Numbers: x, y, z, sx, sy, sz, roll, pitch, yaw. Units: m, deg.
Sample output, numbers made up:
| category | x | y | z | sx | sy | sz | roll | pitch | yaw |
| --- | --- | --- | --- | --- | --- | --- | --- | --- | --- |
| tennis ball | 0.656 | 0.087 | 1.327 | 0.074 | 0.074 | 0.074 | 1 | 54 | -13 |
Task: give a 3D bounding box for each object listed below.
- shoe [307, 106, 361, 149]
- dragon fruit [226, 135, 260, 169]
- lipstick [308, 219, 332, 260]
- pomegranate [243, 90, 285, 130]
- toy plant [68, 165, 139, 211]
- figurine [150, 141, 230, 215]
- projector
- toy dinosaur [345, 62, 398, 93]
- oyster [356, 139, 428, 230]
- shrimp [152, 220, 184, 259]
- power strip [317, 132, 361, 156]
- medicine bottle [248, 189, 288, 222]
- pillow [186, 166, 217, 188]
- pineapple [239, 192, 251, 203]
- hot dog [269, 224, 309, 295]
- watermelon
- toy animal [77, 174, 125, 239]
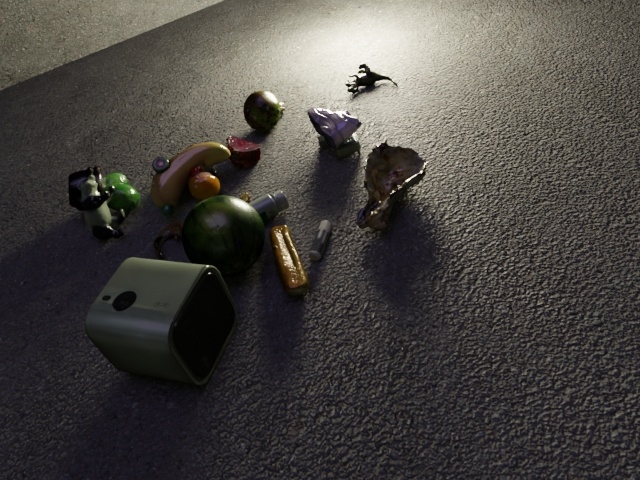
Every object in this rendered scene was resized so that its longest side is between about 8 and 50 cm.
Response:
| category | x | y | z | sx | sy | sz | roll | pitch | yaw |
| --- | --- | --- | --- | --- | --- | --- | --- | --- | --- |
| shoe | 0.047 | -0.435 | 1.844 | 0.138 | 0.095 | 0.245 | -30 | 46 | -4 |
| dragon fruit | -0.305 | -0.319 | 1.900 | 0.147 | 0.102 | 0.096 | 16 | 54 | 22 |
| lipstick | 0.000 | 0.000 | 1.530 | 0.040 | 0.040 | 0.141 | 5 | 47 | 20 |
| pomegranate | -0.222 | -0.526 | 2.057 | 0.159 | 0.159 | 0.205 | 19 | 29 | 31 |
| toy plant | -0.792 | -0.181 | 1.855 | 0.235 | 0.175 | 0.218 | -4 | 32 | -25 |
| figurine | -0.450 | -0.223 | 1.787 | 0.324 | 0.124 | 0.222 | -36 | 74 | -14 |
| projector | -0.390 | 0.201 | 1.287 | 0.249 | 0.248 | 0.248 | 4 | 47 | 20 |
| toy dinosaur | 0.205 | -0.655 | 2.148 | 0.187 | 0.087 | 0.179 | -39 | 84 | -2 |
| oyster | 0.219 | -0.166 | 1.571 | 0.198 | 0.133 | 0.337 | 8 | 51 | 20 |
| shrimp | -0.465 | 0.002 | 1.652 | 0.219 | 0.046 | 0.152 | 16 | 51 | 34 |
| power strip | 0.064 | -0.382 | 1.892 | 0.145 | 0.061 | 0.215 | -18 | 43 | 8 |
| medicine bottle | -0.175 | -0.107 | 1.658 | 0.130 | 0.080 | 0.080 | -29 | 45 | -14 |
| pillow | -0.495 | -0.240 | 1.903 | 0.208 | 0.055 | 0.141 | -19 | 37 | -6 |
| pineapple | -0.264 | -0.139 | 1.759 | 0.045 | 0.019 | 0.083 | 2 | 44 | 22 |
| hot dog | -0.095 | 0.056 | 1.485 | 0.088 | 0.061 | 0.286 | -13 | 42 | -2 |
| watermelon | -0.283 | -0.013 | 1.484 | 0.242 | 0.242 | 0.242 | -8 | 44 | 8 |
| toy animal | -0.758 | -0.113 | 1.744 | 0.121 | 0.225 | 0.094 | -13 | 18 | 2 |
